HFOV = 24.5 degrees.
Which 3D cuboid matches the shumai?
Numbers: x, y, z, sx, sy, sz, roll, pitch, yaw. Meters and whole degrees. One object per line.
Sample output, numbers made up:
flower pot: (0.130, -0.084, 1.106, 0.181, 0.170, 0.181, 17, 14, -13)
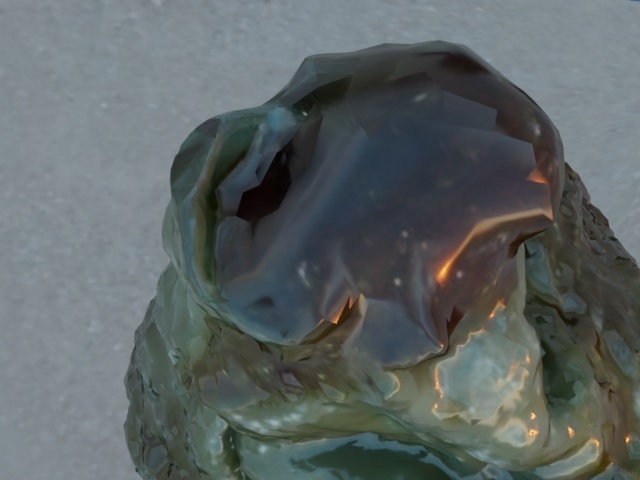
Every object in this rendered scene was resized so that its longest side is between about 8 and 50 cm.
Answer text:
shumai: (0.000, 0.000, 0.562, 0.222, 0.272, 0.203, -46, 123, -20)
